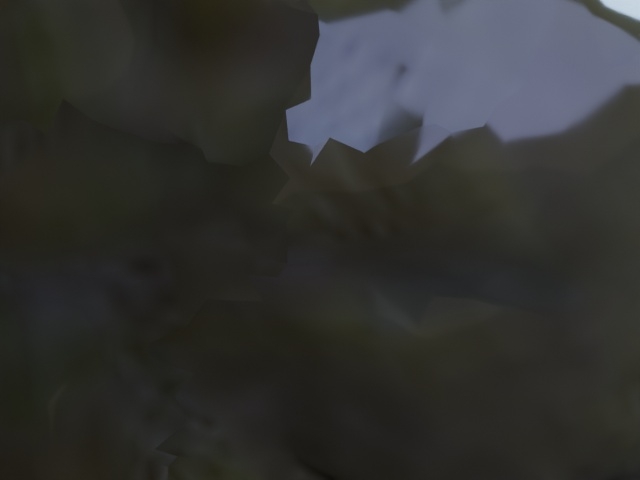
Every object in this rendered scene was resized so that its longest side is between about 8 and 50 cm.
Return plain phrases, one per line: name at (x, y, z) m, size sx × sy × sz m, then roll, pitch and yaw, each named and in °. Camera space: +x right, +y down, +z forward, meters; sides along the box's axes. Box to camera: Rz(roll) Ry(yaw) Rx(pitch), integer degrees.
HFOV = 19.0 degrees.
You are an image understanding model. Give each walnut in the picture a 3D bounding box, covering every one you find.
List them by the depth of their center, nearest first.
walnut at (0.000, 0.000, 0.555) m, size 0.381 × 0.381 × 0.381 m, roll 2°, pitch 80°, yaw -13°
